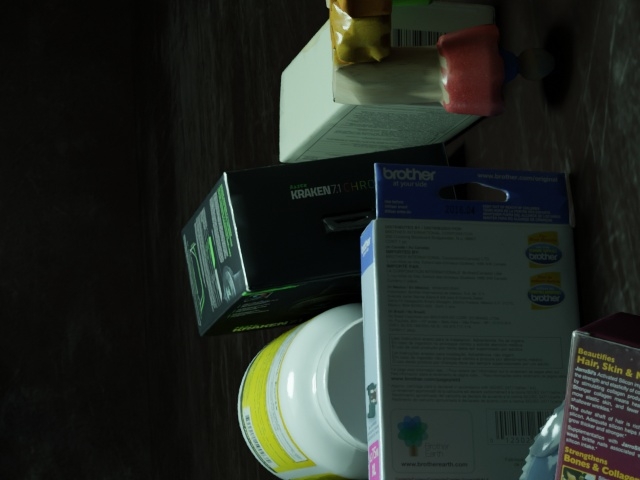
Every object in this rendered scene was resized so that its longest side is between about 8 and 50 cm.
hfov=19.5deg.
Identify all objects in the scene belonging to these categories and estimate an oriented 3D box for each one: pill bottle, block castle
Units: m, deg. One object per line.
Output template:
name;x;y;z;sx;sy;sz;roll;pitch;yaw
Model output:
pill bottle;0.032;0.168;2.012;0.334;0.187;0.188;147;123;-73
block castle;0.106;-0.362;1.744;0.303;0.212;0.453;89;179;-45

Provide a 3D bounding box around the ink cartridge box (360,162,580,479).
ink cartridge box;0.131;0.090;1.611;0.065;0.185;0.311;129;141;-71

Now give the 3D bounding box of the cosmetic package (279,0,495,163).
cosmetic package;0.065;-0.161;1.977;0.309;0.160;0.113;150;121;-73

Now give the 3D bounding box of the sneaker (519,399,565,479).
sneaker;0.219;0.261;1.461;0.131;0.112;0.319;47;139;47

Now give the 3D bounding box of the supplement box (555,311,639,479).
supplement box;0.231;0.156;1.325;0.104;0.081;0.188;15;107;32

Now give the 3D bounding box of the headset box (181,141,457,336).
headset box;0.000;0.000;2.010;0.283;0.246;0.131;137;123;-70
